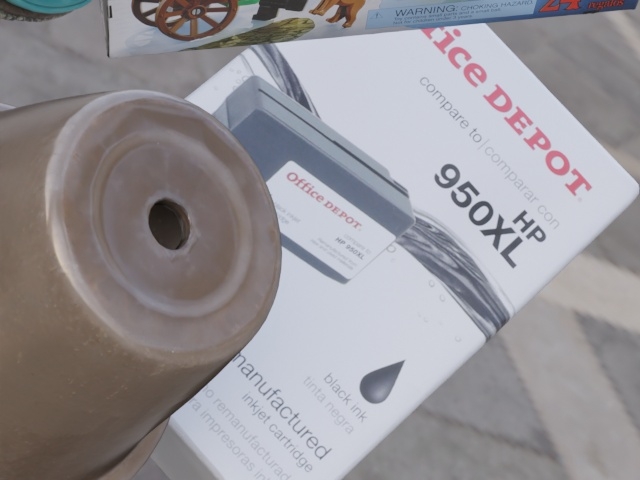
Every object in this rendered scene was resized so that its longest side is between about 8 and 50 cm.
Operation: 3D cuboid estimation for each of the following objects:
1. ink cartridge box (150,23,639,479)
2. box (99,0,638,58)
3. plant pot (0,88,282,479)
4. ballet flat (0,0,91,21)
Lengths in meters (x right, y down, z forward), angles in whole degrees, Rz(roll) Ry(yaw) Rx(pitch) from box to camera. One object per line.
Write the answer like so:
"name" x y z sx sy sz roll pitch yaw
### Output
"ink cartridge box" 0.000 0.000 1.266 0.285 0.395 0.166 47 -19 4
"box" 0.027 -0.149 0.649 0.233 0.159 0.044 -7 56 -10
"plant pot" -0.146 0.025 0.919 0.263 0.229 0.263 15 66 -37
"ballet flat" -0.381 -0.305 1.644 0.182 0.164 0.483 4 7 14
